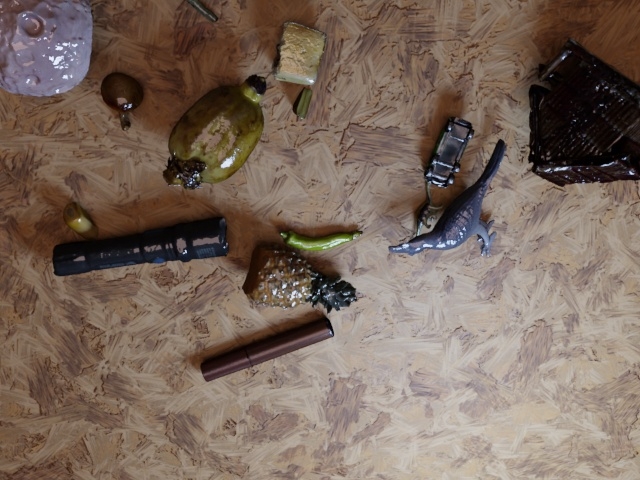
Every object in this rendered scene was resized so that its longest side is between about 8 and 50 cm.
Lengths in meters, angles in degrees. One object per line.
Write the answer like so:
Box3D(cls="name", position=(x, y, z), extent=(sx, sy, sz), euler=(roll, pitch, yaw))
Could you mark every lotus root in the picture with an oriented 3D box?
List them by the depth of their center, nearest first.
Box3D(cls="lotus root", position=(-0.224, -0.238, 1.475), extent=(0.169, 0.141, 0.314), euler=(42, 93, -20))

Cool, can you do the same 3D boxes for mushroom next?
Box3D(cls="mushroom", position=(-0.434, -0.306, 1.470), extent=(0.088, 0.072, 0.130), euler=(-23, 119, -32))

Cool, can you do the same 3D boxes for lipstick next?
Box3D(cls="lipstick", position=(-0.137, 0.283, 1.721), extent=(0.356, 0.057, 0.057), euler=(-20, 111, 2))

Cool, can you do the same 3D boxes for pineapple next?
Box3D(cls="pineapple", position=(-0.042, 0.104, 1.625), extent=(0.278, 0.158, 0.158), euler=(14, 109, -20))

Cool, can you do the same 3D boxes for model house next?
Box3D(cls="model house", position=(0.621, -0.248, 1.524), extent=(0.317, 0.297, 0.283), euler=(6, 127, -46))

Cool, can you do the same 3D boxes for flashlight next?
Box3D(cls="flashlight", position=(-0.428, 0.021, 1.578), extent=(0.423, 0.103, 0.103), euler=(-9, 111, -1))

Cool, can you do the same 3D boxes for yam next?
Box3D(cls="yam", position=(-0.315, -0.546, 1.413), extent=(0.234, 0.029, 0.027), euler=(35, 131, -17))

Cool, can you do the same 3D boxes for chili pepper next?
Box3D(cls="chili pepper", position=(0.000, 0.001, 1.637), extent=(0.208, 0.043, 0.049), euler=(0, 85, -10))

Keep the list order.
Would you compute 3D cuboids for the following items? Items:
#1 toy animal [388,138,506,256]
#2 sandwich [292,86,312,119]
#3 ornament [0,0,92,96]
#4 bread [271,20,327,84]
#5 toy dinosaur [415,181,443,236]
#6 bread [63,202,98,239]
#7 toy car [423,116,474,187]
Box3D(cls="toy animal", position=(0.356, -0.049, 1.601), extent=(0.367, 0.081, 0.205), euler=(-45, 121, 8))
Box3D(cls="sandwich", position=(-0.045, -0.306, 1.516), extent=(0.030, 0.083, 0.044), euler=(27, 150, -19))
Box3D(cls="ornament", position=(-0.579, -0.417, 1.316), extent=(0.225, 0.259, 0.260), euler=(-1, 112, -27))
Box3D(cls="bread", position=(-0.050, -0.406, 1.458), extent=(0.106, 0.082, 0.125), euler=(11, 99, -19))
Box3D(cls="toy dinosaur", position=(0.263, -0.059, 1.636), extent=(0.058, 0.037, 0.180), euler=(19, 102, 10))
Box3D(cls="bread", position=(-0.571, -0.045, 1.573), extent=(0.049, 0.103, 0.062), euler=(-29, 67, -4))
Box3D(cls="toy car", position=(0.300, -0.210, 1.565), extent=(0.071, 0.062, 0.165), euler=(17, 109, -11))
